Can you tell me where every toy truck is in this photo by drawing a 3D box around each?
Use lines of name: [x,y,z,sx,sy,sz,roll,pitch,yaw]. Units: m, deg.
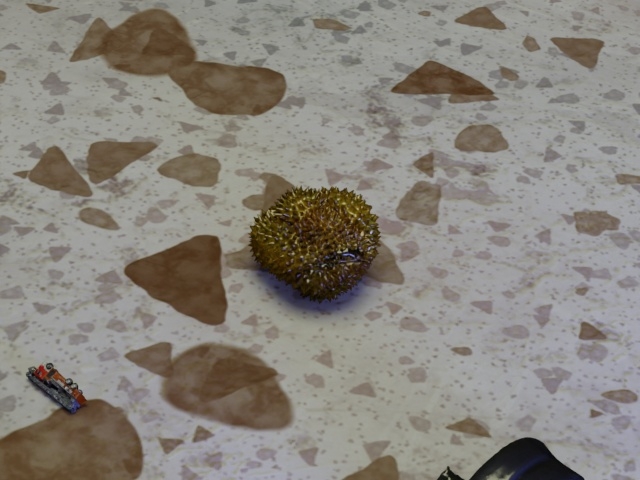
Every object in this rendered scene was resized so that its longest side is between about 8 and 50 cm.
toy truck: [-0.304,0.166,1.867,0.083,0.024,0.032,35,76,28]

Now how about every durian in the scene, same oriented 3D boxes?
durian: [0.000,0.000,2.030,0.158,0.137,0.168,-37,42,-15]

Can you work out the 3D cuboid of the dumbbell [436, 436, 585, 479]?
dumbbell: [0.267,0.340,1.588,0.388,0.185,0.185,33,46,30]
